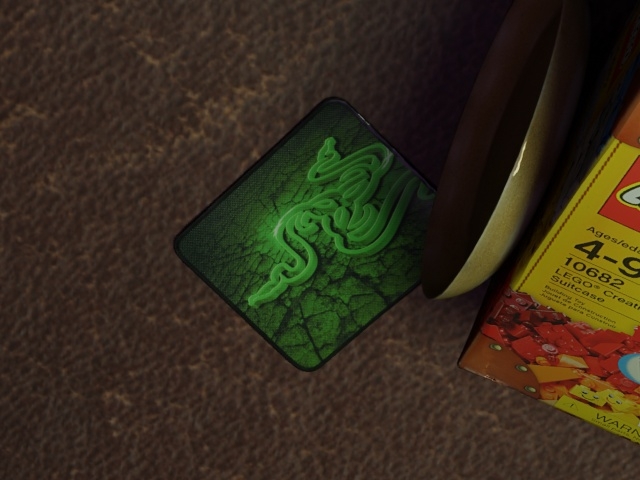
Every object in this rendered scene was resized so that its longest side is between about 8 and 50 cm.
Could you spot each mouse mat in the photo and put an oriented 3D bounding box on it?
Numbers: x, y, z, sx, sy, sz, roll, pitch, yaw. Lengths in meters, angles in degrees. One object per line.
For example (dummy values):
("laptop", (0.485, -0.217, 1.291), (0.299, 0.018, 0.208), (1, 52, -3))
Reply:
("mouse mat", (0.000, 0.000, 1.332), (0.152, 0.007, 0.190), (44, 114, -10))

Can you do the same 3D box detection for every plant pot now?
("plant pot", (0.123, -0.068, 1.149), (0.032, 0.236, 0.236), (20, 117, -7))

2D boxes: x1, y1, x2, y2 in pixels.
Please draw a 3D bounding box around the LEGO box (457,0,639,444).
("LEGO box", (0.384, 0.026, 1.073), (0.500, 0.193, 0.372), (23, 150, 0))
